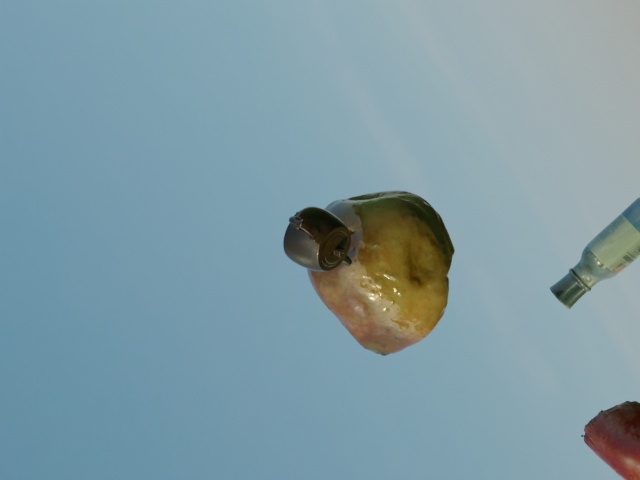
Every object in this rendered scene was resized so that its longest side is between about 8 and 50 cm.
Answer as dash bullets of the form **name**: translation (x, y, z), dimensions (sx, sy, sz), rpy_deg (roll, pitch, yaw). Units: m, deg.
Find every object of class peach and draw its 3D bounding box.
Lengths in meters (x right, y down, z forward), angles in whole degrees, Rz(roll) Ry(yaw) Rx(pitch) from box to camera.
- **peach**: translation (0.086, 0.047, 1.907), dimensions (0.214, 0.214, 0.235), rpy_deg (-5, -95, -68)

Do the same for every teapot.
- **teapot**: translation (0.000, 0.000, 1.637), dimensions (0.068, 0.076, 0.121), rpy_deg (27, 171, 36)

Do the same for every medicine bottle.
- **medicine bottle**: translation (0.408, 0.011, 1.843), dimensions (0.053, 0.208, 0.090), rpy_deg (52, -166, 25)

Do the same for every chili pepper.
- **chili pepper**: translation (0.343, 0.217, 1.292), dimensions (0.084, 0.086, 0.192), rpy_deg (49, 174, -37)
